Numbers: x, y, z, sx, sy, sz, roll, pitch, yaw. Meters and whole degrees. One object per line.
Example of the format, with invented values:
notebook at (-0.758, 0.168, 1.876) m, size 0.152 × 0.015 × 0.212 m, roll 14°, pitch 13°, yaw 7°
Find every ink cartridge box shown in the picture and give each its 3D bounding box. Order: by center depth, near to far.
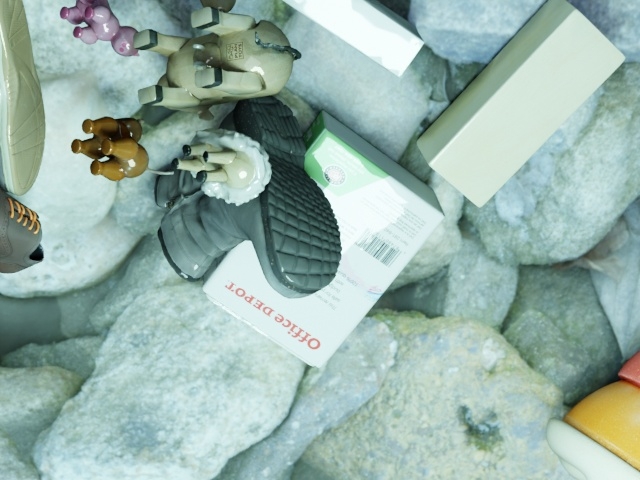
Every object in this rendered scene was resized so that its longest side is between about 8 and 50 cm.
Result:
ink cartridge box at (0.000, 0.000, 1.585) m, size 0.201 × 0.117 × 0.278 m, roll 35°, pitch 105°, yaw -14°

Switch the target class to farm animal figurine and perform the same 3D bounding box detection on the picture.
farm animal figurine at (-0.156, -0.225, 1.416) m, size 0.172 × 0.326 × 0.330 m, roll 0°, pitch 100°, yaw -50°

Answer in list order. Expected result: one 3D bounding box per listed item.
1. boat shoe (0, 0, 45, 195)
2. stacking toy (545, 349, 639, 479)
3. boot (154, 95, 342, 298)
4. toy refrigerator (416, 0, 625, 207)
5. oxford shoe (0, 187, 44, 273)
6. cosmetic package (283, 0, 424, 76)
boat shoe at (-0.420, -0.196, 1.505) m, size 0.092 × 0.103 × 0.285 m, roll 5°, pitch 118°, yaw 12°
stacking toy at (0.578, 0.198, 1.633) m, size 0.350 × 0.350 × 0.480 m, roll 37°, pitch 88°, yaw -15°
boot at (-0.101, -0.012, 1.459) m, size 0.118 × 0.338 × 0.222 m, roll 29°, pitch 122°, yaw -34°
toy refrigerator at (0.258, -0.184, 1.545) m, size 0.102 × 0.094 × 0.269 m, roll 37°, pitch 105°, yaw -22°
oxford shoe at (-0.411, -0.037, 1.509) m, size 0.098 × 0.271 × 0.097 m, roll -4°, pitch 68°, yaw -8°
cosmetic package at (0.014, -0.302, 1.483) m, size 0.239 × 0.099 × 0.060 m, roll 32°, pitch 105°, yaw -13°
